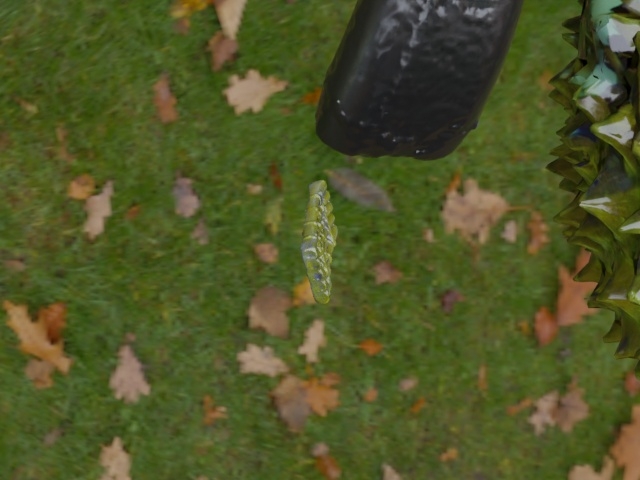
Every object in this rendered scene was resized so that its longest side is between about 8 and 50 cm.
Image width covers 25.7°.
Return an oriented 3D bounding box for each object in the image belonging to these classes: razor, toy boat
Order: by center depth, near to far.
[{"bbox_3d":[0.000,0.000,1.235,0.016,0.115,0.063,-9,122,10],"label":"toy boat"},{"bbox_3d":[0.113,-0.230,1.404,0.189,0.107,0.327,-2,127,-28],"label":"razor"}]

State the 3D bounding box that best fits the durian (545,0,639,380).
[{"bbox_3d":[0.192,-0.043,0.454,0.224,0.291,0.291,20,77,0],"label":"durian"}]
